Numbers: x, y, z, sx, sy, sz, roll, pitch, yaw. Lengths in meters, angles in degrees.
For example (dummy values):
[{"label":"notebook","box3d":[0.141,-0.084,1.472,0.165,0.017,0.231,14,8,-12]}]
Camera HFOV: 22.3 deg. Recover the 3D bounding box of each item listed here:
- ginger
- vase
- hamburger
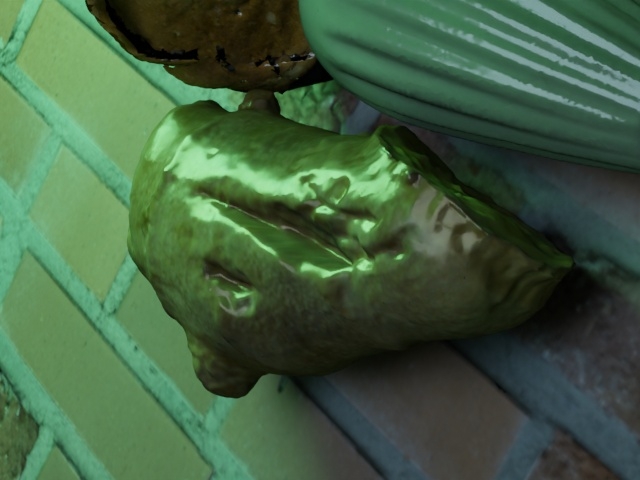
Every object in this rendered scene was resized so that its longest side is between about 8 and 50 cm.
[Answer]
[{"label":"ginger","box3d":[0.000,0.000,0.932,0.354,0.126,0.190,0,74,51]},{"label":"vase","box3d":[0.101,-0.105,0.861,0.248,0.128,0.128,31,101,41]},{"label":"hamburger","box3d":[-0.049,-0.195,0.997,0.231,0.231,0.107,-43,37,32]}]
